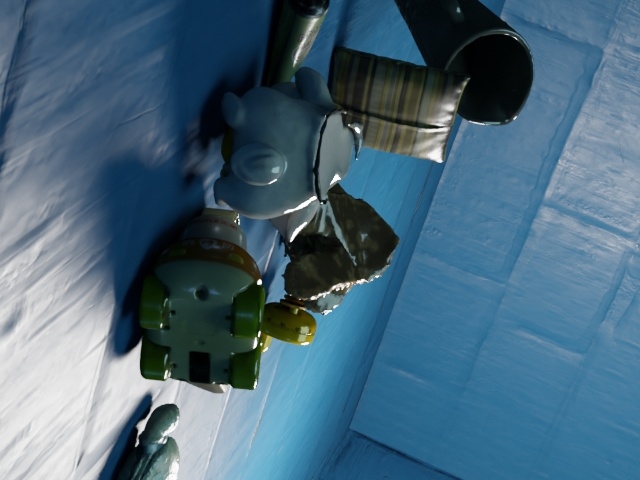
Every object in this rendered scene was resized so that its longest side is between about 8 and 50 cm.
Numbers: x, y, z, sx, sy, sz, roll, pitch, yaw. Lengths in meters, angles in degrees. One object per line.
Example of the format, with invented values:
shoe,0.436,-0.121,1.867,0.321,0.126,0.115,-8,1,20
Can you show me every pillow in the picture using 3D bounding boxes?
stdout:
pillow,0.114,-0.209,2.006,0.208,0.212,0.052,100,1,-51

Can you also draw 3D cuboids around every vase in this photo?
vase,0.215,-0.352,2.077,0.156,0.301,0.251,-31,134,3

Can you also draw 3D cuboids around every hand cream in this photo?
hand cream,-0.035,-0.242,1.610,0.086,0.055,0.235,-56,173,-36

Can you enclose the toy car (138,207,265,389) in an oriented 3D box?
toy car,-0.137,0.052,1.559,0.235,0.145,0.235,-174,-90,-89

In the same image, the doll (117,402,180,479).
doll,-0.238,0.329,1.748,0.103,0.072,0.214,-4,112,-81

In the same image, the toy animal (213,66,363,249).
toy animal,-0.039,-0.101,1.566,0.325,0.154,0.208,59,44,-70

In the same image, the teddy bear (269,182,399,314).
teddy bear,-0.008,0.001,2.082,0.296,0.223,0.246,-5,88,-45

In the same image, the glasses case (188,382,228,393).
glasses case,-0.167,0.163,1.724,0.196,0.083,0.050,85,29,-73

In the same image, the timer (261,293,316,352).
timer,-0.063,0.155,2.198,0.107,0.107,0.109,-16,125,-78
